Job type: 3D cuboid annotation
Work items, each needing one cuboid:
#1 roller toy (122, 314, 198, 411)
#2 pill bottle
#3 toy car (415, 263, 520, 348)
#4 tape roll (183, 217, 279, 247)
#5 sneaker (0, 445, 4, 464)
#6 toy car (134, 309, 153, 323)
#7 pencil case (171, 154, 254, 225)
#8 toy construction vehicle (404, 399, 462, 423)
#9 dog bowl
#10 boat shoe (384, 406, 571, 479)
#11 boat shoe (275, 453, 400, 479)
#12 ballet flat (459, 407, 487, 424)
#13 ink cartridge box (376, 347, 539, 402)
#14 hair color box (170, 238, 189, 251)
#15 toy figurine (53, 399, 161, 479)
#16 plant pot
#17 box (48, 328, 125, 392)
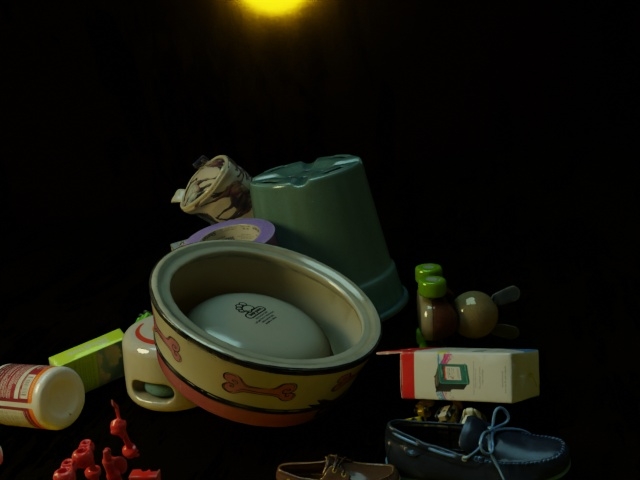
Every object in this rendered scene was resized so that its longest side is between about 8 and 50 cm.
[{"bbox_3d":[-0.278,0.232,1.687,0.191,0.146,0.209,-10,21,-21],"label":"roller toy"},{"bbox_3d":[-0.577,0.302,1.722,0.221,0.121,0.121,-2,18,33],"label":"pill bottle"},{"bbox_3d":[0.273,0.131,1.635,0.188,0.155,0.149,-2,16,3],"label":"toy car"},{"bbox_3d":[-0.176,0.029,1.787,0.189,0.080,0.189,-9,25,4],"label":"tape roll"},{"bbox_3d":[-0.635,0.376,1.611,0.170,0.075,0.063,18,54,24],"label":"sneaker"},{"bbox_3d":[-0.378,0.187,2.010,0.053,0.239,0.225,27,-24,-18],"label":"toy car"},{"bbox_3d":[-0.154,-0.037,2.147,0.183,0.410,0.160,-10,50,46],"label":"pencil case"},{"bbox_3d":[0.174,0.280,1.382,0.086,0.035,0.098,-17,9,26],"label":"toy construction vehicle"},{"bbox_3d":[-0.106,0.161,1.541,0.408,0.150,0.408,13,26,-6],"label":"dog bowl"},{"bbox_3d":[0.206,0.286,1.209,0.258,0.089,0.109,-7,16,18],"label":"boat shoe"},{"bbox_3d":[0.021,0.333,1.238,0.178,0.060,0.064,-9,15,12],"label":"boat shoe"},{"bbox_3d":[0.227,0.275,1.331,0.041,0.041,0.114,-7,15,20],"label":"ballet flat"},{"bbox_3d":[0.219,0.213,1.417,0.231,0.078,0.134,-4,-5,32],"label":"ink cartridge box"},{"bbox_3d":[-0.244,0.114,2.020,0.114,0.185,0.374,-17,15,-12],"label":"hair color box"},{"bbox_3d":[-0.190,0.344,1.045,0.217,0.191,0.362,-4,17,10],"label":"toy figurine"},{"bbox_3d":[0.000,0.000,1.962,0.341,0.334,0.341,-11,14,3],"label":"plant pot"},{"bbox_3d":[-0.464,0.255,1.824,0.178,0.109,0.042,-22,45,-31],"label":"box"}]
